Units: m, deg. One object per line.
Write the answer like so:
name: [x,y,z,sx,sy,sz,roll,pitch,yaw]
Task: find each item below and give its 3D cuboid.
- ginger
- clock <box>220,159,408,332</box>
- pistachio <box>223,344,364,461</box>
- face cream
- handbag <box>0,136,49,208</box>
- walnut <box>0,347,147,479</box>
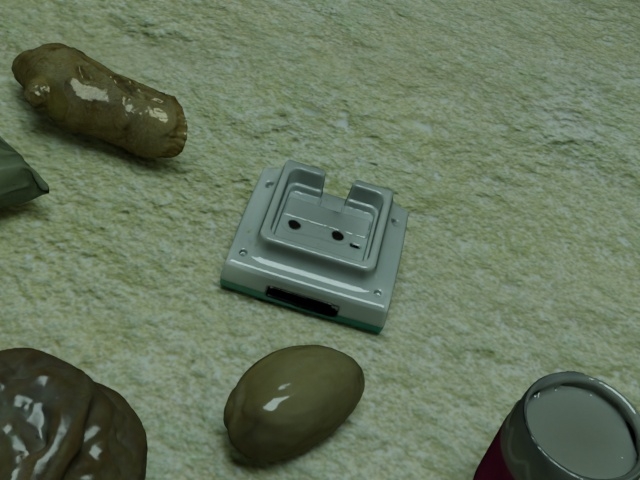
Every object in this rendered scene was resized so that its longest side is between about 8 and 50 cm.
ginger: [-0.376,-0.237,1.597,0.354,0.126,0.190,23,22,11]
clock: [0.000,0.000,1.476,0.262,0.116,0.231,16,43,1]
pistachio: [-0.034,0.208,1.247,0.226,0.136,0.136,-21,54,-43]
face cream: [0.303,0.289,1.203,0.175,0.195,0.175,9,44,-9]
handbag: [-0.604,-0.099,1.399,0.315,0.109,0.253,-23,50,-34]
walnut: [-0.326,0.254,1.022,0.227,0.273,0.273,-9,34,27]
